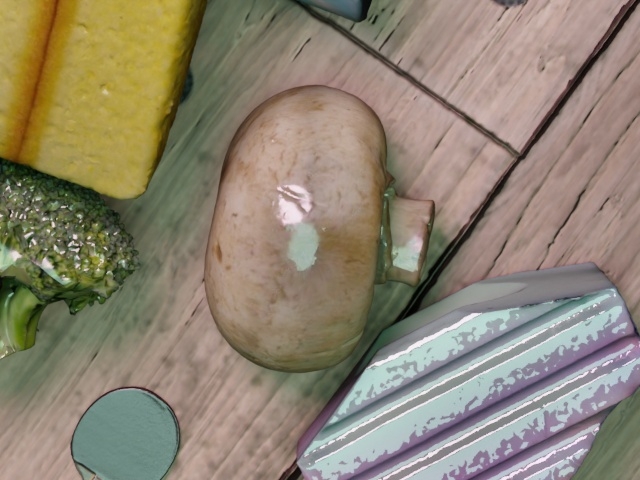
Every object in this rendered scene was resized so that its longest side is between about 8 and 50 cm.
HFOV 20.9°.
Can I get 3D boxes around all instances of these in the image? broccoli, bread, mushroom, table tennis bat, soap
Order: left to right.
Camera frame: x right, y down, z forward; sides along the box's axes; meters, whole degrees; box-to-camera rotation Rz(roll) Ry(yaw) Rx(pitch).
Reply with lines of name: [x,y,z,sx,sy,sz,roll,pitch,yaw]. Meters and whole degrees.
broccoli: [-0.283,0.011,1.482,0.226,0.198,0.176,-31,89,-2]
bread: [-0.184,-0.246,1.349,0.233,0.245,0.362,19,124,-5]
table tennis bat: [-0.194,0.208,1.610,0.095,0.014,0.158,33,96,-8]
mushroom: [0.000,0.000,1.490,0.195,0.189,0.254,10,103,-1]
soap: [0.136,0.150,1.560,0.323,0.109,0.193,-28,100,4]

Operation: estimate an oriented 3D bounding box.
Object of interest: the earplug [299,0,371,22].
earplug: [-0.112,-0.288,1.456,0.324,0.185,0.185,5,100,5]
